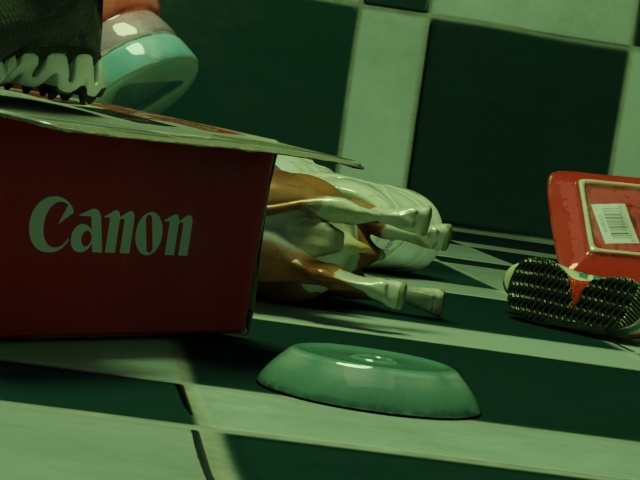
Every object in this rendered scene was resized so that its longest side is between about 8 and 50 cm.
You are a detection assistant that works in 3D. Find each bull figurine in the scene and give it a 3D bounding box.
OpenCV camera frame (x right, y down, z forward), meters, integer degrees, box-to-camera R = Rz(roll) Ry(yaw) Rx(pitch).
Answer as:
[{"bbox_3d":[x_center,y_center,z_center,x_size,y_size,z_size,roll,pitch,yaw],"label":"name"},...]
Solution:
[{"bbox_3d":[0.000,0.000,1.504,0.188,0.101,0.310,11,3,13],"label":"bull figurine"}]

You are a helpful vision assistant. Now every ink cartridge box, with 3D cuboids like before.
[{"bbox_3d":[-0.169,-0.017,1.099,0.272,0.130,0.309,12,5,32],"label":"ink cartridge box"}]

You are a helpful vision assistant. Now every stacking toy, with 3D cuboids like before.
[{"bbox_3d":[-0.251,-0.079,1.692,0.309,0.130,0.279,-28,-13,-20],"label":"stacking toy"}]

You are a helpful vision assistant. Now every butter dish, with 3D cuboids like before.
[{"bbox_3d":[0.295,0.020,1.898,0.160,0.118,0.160,6,44,-7],"label":"butter dish"}]

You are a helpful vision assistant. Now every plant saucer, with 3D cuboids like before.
[{"bbox_3d":[0.027,0.071,1.011,0.119,0.021,0.119,8,3,0],"label":"plant saucer"}]

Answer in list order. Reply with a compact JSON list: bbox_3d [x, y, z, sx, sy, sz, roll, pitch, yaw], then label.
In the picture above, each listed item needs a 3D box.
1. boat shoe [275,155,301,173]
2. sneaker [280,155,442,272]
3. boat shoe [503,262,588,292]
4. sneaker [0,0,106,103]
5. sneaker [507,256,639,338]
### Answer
[{"bbox_3d":[-0.160,-0.050,1.952,0.301,0.108,0.102,7,2,31],"label":"boat shoe"},{"bbox_3d":[-0.029,-0.040,2.020,0.305,0.114,0.152,10,2,29],"label":"sneaker"},{"bbox_3d":[0.226,0.048,1.727,0.137,0.049,0.043,10,0,-10],"label":"boat shoe"},{"bbox_3d":[-0.175,-0.129,0.993,0.078,0.106,0.234,11,5,19],"label":"sneaker"},{"bbox_3d":[0.230,0.057,1.632,0.075,0.057,0.161,27,-11,-38],"label":"sneaker"}]
